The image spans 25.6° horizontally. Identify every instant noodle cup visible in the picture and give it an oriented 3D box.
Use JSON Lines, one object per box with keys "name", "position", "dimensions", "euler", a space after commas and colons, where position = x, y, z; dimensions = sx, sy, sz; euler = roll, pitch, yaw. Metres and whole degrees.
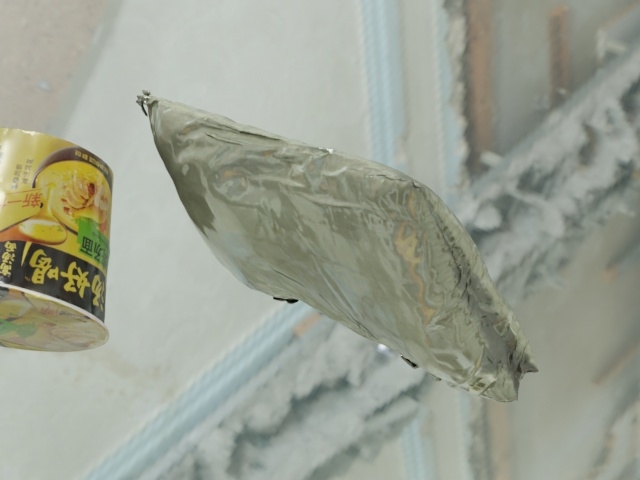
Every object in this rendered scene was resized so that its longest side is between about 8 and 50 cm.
{"name": "instant noodle cup", "position": [-0.206, 0.000, 0.955], "dimensions": [0.151, 0.151, 0.122], "euler": [37, -122, -56]}

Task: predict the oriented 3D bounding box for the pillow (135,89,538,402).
{"name": "pillow", "position": [0.000, 0.000, 0.740], "dimensions": [0.050, 0.229, 0.148], "euler": [-43, -51, -27]}
